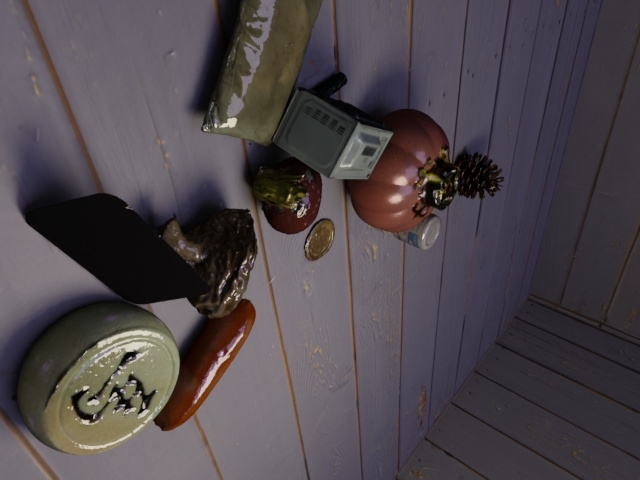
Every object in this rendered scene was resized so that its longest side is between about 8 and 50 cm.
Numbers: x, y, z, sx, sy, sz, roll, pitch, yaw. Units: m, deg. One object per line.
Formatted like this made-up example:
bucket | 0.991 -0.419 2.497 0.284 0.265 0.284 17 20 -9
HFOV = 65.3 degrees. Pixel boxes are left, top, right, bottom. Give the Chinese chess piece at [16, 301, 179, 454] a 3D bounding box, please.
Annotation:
Chinese chess piece | -0.353 0.224 0.818 0.250 0.101 0.250 -30 133 -39

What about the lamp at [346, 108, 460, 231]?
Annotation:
lamp | 0.208 -0.160 1.209 0.305 0.240 0.305 -33 135 -40

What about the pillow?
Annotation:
pillow | -0.094 -0.314 0.847 0.185 0.075 0.302 1 113 -56

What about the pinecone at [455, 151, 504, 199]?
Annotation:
pinecone | 0.542 -0.213 1.702 0.163 0.165 0.163 -39 143 -37

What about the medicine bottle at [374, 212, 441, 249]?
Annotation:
medicine bottle | 0.240 -0.048 1.392 0.105 0.168 0.105 -32 135 -39

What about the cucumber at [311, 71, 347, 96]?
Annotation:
cucumber | 0.004 -0.303 1.026 0.133 0.032 0.032 -44 141 -29

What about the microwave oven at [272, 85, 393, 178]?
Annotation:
microwave oven | 0.034 -0.205 0.974 0.122 0.162 0.208 -62 162 19

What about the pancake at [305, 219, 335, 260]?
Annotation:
pancake | -0.001 -0.001 1.235 0.115 0.011 0.114 -31 132 -41

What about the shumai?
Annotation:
shumai | -0.211 0.023 0.871 0.176 0.166 0.205 19 65 -22

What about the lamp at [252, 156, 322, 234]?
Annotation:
lamp | -0.067 -0.093 0.980 0.156 0.135 0.157 -90 -167 -46

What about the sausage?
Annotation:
sausage | -0.230 0.246 1.012 0.300 0.089 0.083 -56 152 -12

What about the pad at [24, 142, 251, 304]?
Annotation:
pad | -0.212 -0.011 0.722 0.323 0.055 0.250 -25 136 6
